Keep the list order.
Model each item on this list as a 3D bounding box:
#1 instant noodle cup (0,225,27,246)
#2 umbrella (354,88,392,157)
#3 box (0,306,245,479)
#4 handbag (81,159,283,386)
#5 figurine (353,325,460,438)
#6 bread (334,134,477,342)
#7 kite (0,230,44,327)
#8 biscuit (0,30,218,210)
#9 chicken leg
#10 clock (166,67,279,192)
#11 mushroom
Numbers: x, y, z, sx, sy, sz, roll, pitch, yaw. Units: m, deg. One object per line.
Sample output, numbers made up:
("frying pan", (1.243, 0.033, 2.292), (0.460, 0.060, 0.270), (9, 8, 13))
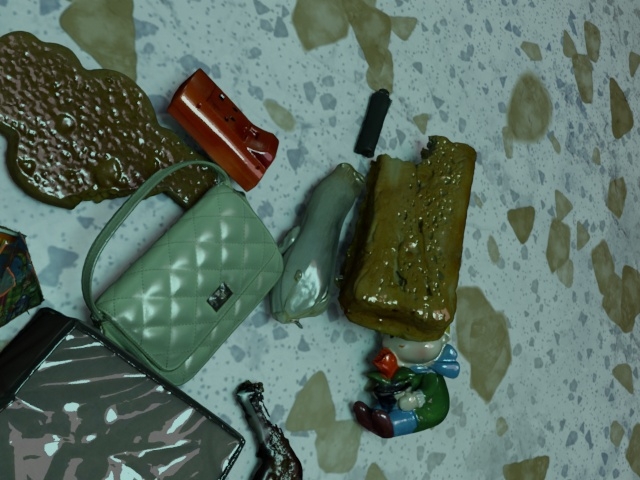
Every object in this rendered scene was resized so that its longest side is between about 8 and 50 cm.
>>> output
("instant noodle cup", (-0.401, 0.061, 0.516), (0.193, 0.193, 0.212), (24, 80, -32))
("umbrella", (0.091, -0.203, 0.981), (0.036, 0.031, 0.133), (31, 67, -31))
("box", (-0.239, 0.213, 0.601), (0.252, 0.153, 0.188), (47, 60, -21))
("handbag", (-0.169, 0.031, 0.705), (0.256, 0.079, 0.219), (-50, 129, -28))
("figurine", (0.133, 0.185, 0.923), (0.185, 0.127, 0.235), (-6, 98, -29))
("bread", (0.143, -0.025, 0.920), (0.185, 0.109, 0.381), (16, 56, 3))
("kite", (-0.311, 0.070, 0.545), (0.014, 0.241, 0.184), (27, 98, -4))
("biscuit", (-0.264, -0.118, 0.704), (0.319, 0.047, 0.184), (19, 78, -33))
("chicken leg", (-0.076, 0.322, 0.792), (0.105, 0.051, 0.254), (2, 81, -31))
("clock", (-0.127, -0.156, 0.770), (0.155, 0.061, 0.113), (44, 24, -22))
("mushroom", (-0.002, 0.000, 0.853), (0.096, 0.099, 0.278), (44, 57, -45))
